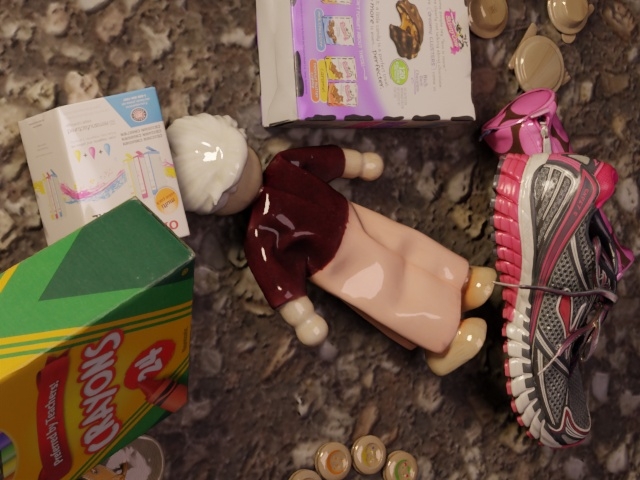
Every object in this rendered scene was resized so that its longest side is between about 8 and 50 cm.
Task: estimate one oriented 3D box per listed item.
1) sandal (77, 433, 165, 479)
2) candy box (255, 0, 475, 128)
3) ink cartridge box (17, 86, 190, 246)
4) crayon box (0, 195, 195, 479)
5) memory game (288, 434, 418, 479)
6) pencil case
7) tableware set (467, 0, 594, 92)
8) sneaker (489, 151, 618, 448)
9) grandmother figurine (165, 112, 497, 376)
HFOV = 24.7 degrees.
[{"bbox_3d":[-0.203,0.206,1.187,0.180,0.049,0.072,-11,93,-32],"label":"sandal"},{"bbox_3d":[0.042,-0.187,1.350,0.196,0.070,0.165,-2,88,-31],"label":"candy box"},{"bbox_3d":[-0.174,-0.042,1.196,0.092,0.090,0.143,-17,95,-31],"label":"ink cartridge box"},{"bbox_3d":[-0.239,0.125,1.085,0.318,0.202,0.081,-33,62,-29],"label":"crayon box"},{"bbox_3d":[0.036,0.272,1.352,0.186,0.012,0.186,2,86,-32],"label":"memory game"},{"bbox_3d":[0.237,-0.043,1.444,0.095,0.098,0.209,-36,105,-19],"label":"pencil case"},{"bbox_3d":[0.212,-0.234,1.487,0.168,0.020,0.141,45,68,-23],"label":"tableware set"},{"bbox_3d":[0.228,0.064,1.380,0.121,0.112,0.299,-58,144,-60],"label":"sneaker"},{"bbox_3d":[0.000,0.000,1.303,0.342,0.104,0.208,33,44,-23],"label":"grandmother figurine"}]
